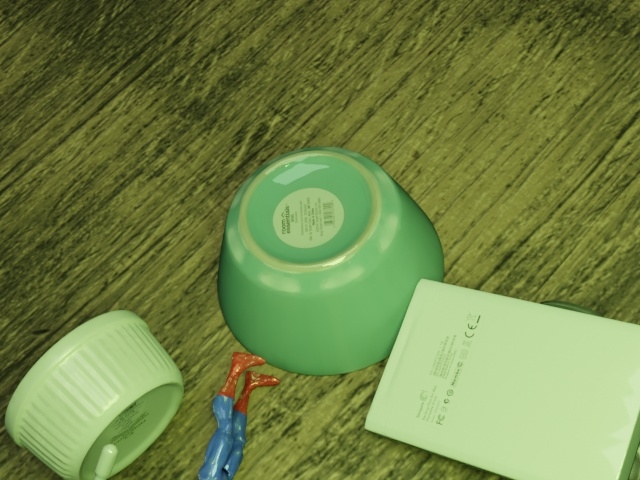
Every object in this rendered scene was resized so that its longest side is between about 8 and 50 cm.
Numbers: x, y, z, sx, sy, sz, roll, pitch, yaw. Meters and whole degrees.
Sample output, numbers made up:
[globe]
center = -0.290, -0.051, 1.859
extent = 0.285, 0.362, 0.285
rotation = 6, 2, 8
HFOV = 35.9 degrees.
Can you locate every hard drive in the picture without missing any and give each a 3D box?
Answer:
[hard drive]
center = 0.218, 0.167, 1.137
extent = 0.307, 0.040, 0.203
rotation = 12, 72, 35

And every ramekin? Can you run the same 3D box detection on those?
[ramekin]
center = -0.261, 0.196, 1.187
extent = 0.109, 0.207, 0.207
rotation = 41, 73, 19

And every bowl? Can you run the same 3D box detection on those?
[bowl]
center = 0.000, 0.000, 1.278
extent = 0.311, 0.163, 0.311
rotation = -5, 57, 7

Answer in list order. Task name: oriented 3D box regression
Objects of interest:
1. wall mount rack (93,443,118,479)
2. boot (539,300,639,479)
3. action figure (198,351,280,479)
[wall mount rack]
center = -0.219, 0.398, 0.988
extent = 0.350, 0.130, 0.304
rotation = 30, 68, 25
[boot]
center = 0.291, 0.213, 1.137
extent = 0.229, 0.091, 0.263
rotation = -45, 55, -8
[action figure]
center = -0.091, 0.279, 1.162
extent = 0.139, 0.091, 0.280
rotation = 9, 60, 26
